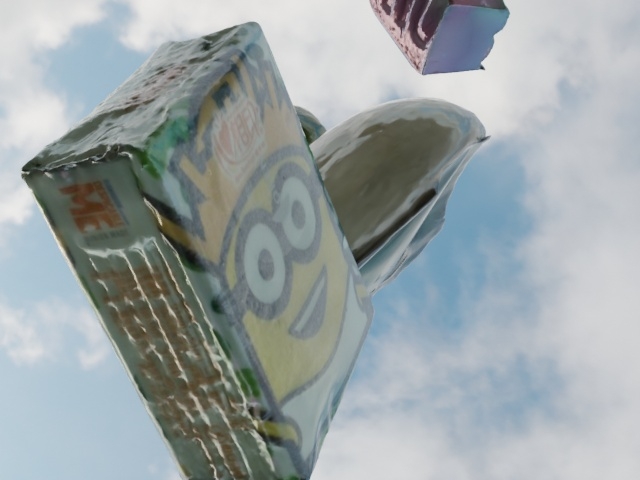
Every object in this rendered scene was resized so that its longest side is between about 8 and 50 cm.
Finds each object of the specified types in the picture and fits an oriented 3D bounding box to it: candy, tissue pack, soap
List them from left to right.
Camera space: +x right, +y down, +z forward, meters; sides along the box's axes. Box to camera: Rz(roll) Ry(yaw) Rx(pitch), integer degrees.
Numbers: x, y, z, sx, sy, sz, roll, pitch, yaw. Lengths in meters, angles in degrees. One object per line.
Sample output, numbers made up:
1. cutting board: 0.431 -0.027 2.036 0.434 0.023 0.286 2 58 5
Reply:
1. tissue pack: -0.076 0.014 0.734 0.128 0.311 0.228 -7 -149 24
2. candy: 0.000 0.000 1.092 0.186 0.386 0.427 43 -112 7
3. soap: 0.083 -0.202 0.711 0.149 0.056 0.100 62 -30 29

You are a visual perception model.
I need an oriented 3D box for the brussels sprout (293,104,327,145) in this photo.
1. brussels sprout: -0.072 -0.117 1.340 0.181 0.144 0.161 -52 -126 10
